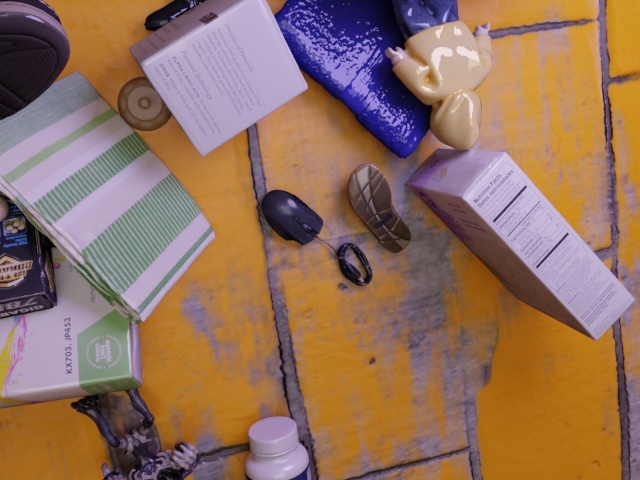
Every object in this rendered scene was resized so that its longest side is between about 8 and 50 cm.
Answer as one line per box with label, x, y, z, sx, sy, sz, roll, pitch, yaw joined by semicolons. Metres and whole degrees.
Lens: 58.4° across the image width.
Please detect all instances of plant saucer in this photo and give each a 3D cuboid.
plant saucer;-0.272;-0.212;0.889;0.083;0.015;0.083;-2;99;-13

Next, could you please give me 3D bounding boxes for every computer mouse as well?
computer mouse;0.000;0.000;0.974;0.242;0.041;0.071;37;89;-16

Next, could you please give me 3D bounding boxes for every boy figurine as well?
boy figurine;0.191;-0.281;0.878;0.177;0.092;0.285;-25;101;-14

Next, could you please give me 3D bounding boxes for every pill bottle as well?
pill bottle;-0.072;0.409;0.988;0.112;0.112;0.186;-9;101;-11

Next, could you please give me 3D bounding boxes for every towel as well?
towel;0.086;-0.312;0.932;0.308;0.076;0.227;38;82;-15
towel;-0.308;-0.067;0.815;0.038;0.248;0.325;-30;108;36

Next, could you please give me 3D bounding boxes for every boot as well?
boot;-0.468;-0.264;0.676;0.377;0.138;0.284;-20;66;19
boot;-0.215;-0.373;0.861;0.121;0.045;0.099;-16;105;-17

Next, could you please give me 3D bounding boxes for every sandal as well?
sandal;0.098;-0.054;0.988;0.072;0.049;0.180;-35;120;0

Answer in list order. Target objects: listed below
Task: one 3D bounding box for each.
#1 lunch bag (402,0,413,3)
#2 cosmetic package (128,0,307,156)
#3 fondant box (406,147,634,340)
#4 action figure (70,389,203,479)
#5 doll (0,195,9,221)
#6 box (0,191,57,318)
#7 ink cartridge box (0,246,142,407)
lunch bag;0.170;-0.560;0.780;0.328;0.385;0.239;-20;147;-10
cosmetic package;-0.148;-0.247;0.823;0.184;0.151;0.151;-35;124;-6
fondant box;0.316;-0.005;0.944;0.096;0.238;0.330;-46;106;0
action figure;-0.285;0.351;0.916;0.164;0.141;0.275;-30;103;-19
doll;-0.489;-0.040;0.706;0.189;0.046;0.129;2;61;-16
box;-0.525;-0.023;0.756;0.295;0.073;0.293;-12;71;-14
ink cartridge box;-0.448;0.129;0.813;0.353;0.119;0.207;-7;72;-12
